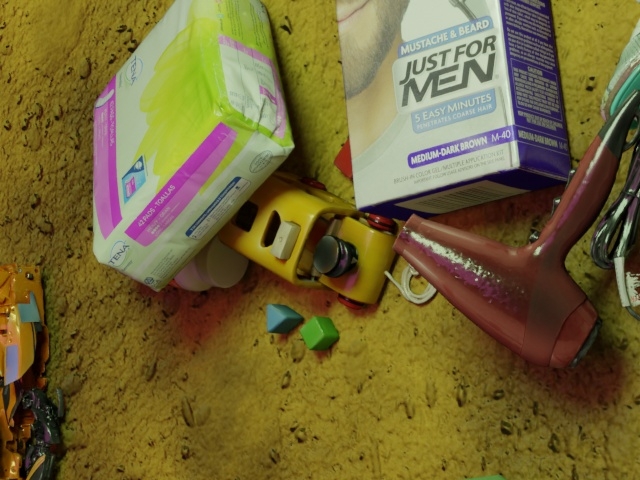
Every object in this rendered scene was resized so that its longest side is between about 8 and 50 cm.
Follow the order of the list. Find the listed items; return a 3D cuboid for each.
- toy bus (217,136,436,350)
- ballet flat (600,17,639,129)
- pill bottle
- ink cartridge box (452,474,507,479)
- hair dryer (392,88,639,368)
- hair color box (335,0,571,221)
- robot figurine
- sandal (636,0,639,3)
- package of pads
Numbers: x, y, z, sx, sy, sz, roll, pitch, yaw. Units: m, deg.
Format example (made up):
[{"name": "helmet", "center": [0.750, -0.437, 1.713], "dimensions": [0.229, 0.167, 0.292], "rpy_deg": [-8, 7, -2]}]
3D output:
[{"name": "toy bus", "center": [-0.010, 0.000, 1.408], "dimensions": [0.202, 0.104, 0.191], "rpy_deg": [-28, 68, 34]}, {"name": "ballet flat", "center": [0.317, -0.189, 1.194], "dimensions": [0.221, 0.077, 0.079], "rpy_deg": [-46, 41, 20]}, {"name": "pill bottle", "center": [-0.155, 0.009, 1.535], "dimensions": [0.152, 0.086, 0.086], "rpy_deg": [10, 91, 40]}, {"name": "ink cartridge box", "center": [0.198, 0.340, 1.134], "dimensions": [0.353, 0.207, 0.119], "rpy_deg": [36, 108, 35]}, {"name": "hair dryer", "center": [0.208, -0.003, 1.203], "dimensions": [0.293, 0.080, 0.224], "rpy_deg": [-9, 86, 9]}, {"name": "hair color box", "center": [0.116, -0.204, 1.329], "dimensions": [0.185, 0.110, 0.339], "rpy_deg": [-14, 74, 37]}, {"name": "robot figurine", "center": [-0.406, 0.180, 1.720], "dimensions": [0.211, 0.085, 0.291], "rpy_deg": [-11, 78, 39]}, {"name": "sandal", "center": [0.309, -0.317, 1.148], "dimensions": [0.102, 0.076, 0.265], "rpy_deg": [-76, 11, -48]}, {"name": "package of pads", "center": [-0.140, -0.127, 1.461], "dimensions": [0.229, 0.101, 0.297], "rpy_deg": [-46, 32, 25]}]
